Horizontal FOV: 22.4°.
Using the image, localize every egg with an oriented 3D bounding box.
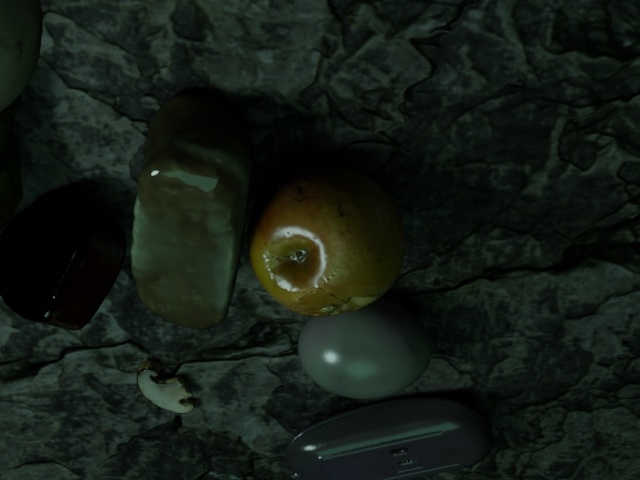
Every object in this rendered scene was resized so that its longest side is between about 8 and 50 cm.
[{"bbox_3d":[0.045,0.107,1.622,0.135,0.103,0.103,2,140,-5],"label":"egg"}]

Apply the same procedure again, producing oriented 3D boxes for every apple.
[{"bbox_3d":[0.000,0.000,1.467,0.146,0.146,0.146,1,140,1],"label":"apple"}]

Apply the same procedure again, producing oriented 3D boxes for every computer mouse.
[{"bbox_3d":[0.077,0.226,1.799,0.232,0.057,0.120,-15,138,15],"label":"computer mouse"}]

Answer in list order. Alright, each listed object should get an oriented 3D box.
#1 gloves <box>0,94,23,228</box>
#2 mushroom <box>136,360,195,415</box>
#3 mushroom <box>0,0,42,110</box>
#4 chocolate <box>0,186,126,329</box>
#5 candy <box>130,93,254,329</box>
[{"bbox_3d":[-0.327,-0.044,1.451,0.107,0.135,0.268,46,135,13],"label":"gloves"},{"bbox_3d":[-0.168,0.160,1.758,0.049,0.019,0.101,-14,140,19],"label":"mushroom"},{"bbox_3d":[-0.287,-0.203,1.113,0.356,0.315,0.315,11,141,9],"label":"mushroom"},{"bbox_3d":[-0.235,0.025,1.534,0.149,0.125,0.080,-36,144,31],"label":"chocolate"},{"bbox_3d":[-0.117,-0.022,1.472,0.102,0.104,0.234,10,140,-4],"label":"candy"}]
